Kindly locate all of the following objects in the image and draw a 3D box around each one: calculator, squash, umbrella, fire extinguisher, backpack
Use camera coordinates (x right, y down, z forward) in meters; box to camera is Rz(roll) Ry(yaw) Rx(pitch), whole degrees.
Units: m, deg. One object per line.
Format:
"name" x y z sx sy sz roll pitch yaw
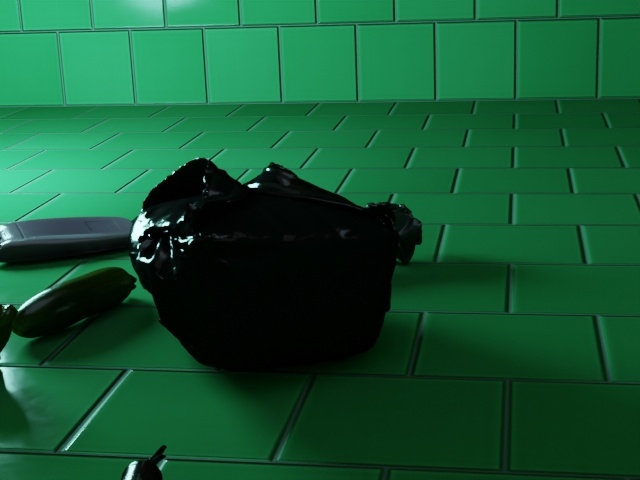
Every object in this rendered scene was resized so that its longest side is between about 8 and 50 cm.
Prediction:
"calculator" -0.469 -0.009 2.110 0.294 0.043 0.194 -7 16 -20
"squash" -0.361 0.087 1.708 0.069 0.069 0.258 7 19 31
"umbrella" -0.001 0.001 1.910 0.348 0.094 0.143 -11 24 -21
"fire extinguisher" -0.184 0.258 1.121 0.064 0.043 0.158 -44 11 11
"backpack" -0.106 0.017 1.606 0.363 0.255 0.445 -4 12 -28

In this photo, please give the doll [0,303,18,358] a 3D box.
"doll" -0.487 0.129 1.557 0.137 0.097 0.209 -51 28 -17
